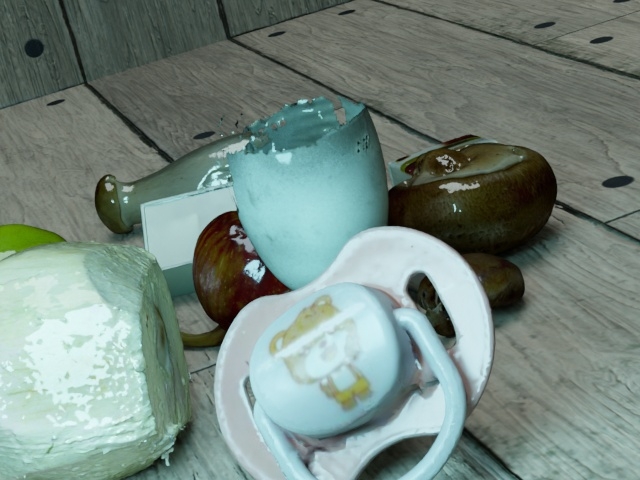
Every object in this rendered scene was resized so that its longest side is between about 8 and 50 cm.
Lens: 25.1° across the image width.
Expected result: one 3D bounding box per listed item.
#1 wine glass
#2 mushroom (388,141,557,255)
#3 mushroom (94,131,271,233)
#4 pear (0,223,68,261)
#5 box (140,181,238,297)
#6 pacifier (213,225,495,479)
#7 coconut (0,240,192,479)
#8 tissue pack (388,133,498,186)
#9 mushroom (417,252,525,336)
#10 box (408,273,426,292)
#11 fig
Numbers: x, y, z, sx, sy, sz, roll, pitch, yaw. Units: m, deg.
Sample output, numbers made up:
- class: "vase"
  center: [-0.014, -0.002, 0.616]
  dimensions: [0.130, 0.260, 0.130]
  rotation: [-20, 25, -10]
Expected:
- class: "wine glass"
  center: [0.005, 0.001, 1.703]
  dimensions: [0.191, 0.357, 0.190]
  rotation: [-15, 21, 6]
- class: "mushroom"
  center: [0.209, -0.055, 2.007]
  dimensions: [0.253, 0.153, 0.253]
  rotation: [-14, 18, 4]
- class: "mushroom"
  center: [-0.215, -0.096, 2.453]
  dimensions: [0.350, 0.128, 0.128]
  rotation: [-15, 20, 5]
- class: "pear"
  center: [-0.438, 0.061, 2.117]
  dimensions: [0.220, 0.187, 0.187]
  rotation: [-13, 15, -38]
- class: "box"
  center: [-0.146, -0.007, 2.149]
  dimensions: [0.225, 0.086, 0.129]
  rotation: [-13, 56, 4]
- class: "pacifier"
  center: [0.040, 0.133, 1.524]
  dimensions: [0.332, 0.220, 0.273]
  rotation: [-33, 14, 17]
- class: "coconut"
  center: [-0.294, 0.144, 1.631]
  dimensions: [0.255, 0.297, 0.297]
  rotation: [-11, 20, 2]
- class: "tissue pack"
  center: [0.196, -0.096, 2.202]
  dimensions: [0.149, 0.099, 0.106]
  rotation: [-21, 20, -17]
- class: "mushroom"
  center: [0.182, 0.063, 1.818]
  dimensions: [0.135, 0.080, 0.170]
  rotation: [-11, 14, 38]
- class: "box"
  center: [0.079, 0.022, 1.934]
  dimensions: [0.130, 0.129, 0.051]
  rotation: [12, 76, 51]
- class: "fig"
  center: [-0.099, 0.071, 1.924]
  dimensions: [0.175, 0.207, 0.175]
  rotation: [23, -1, 0]
